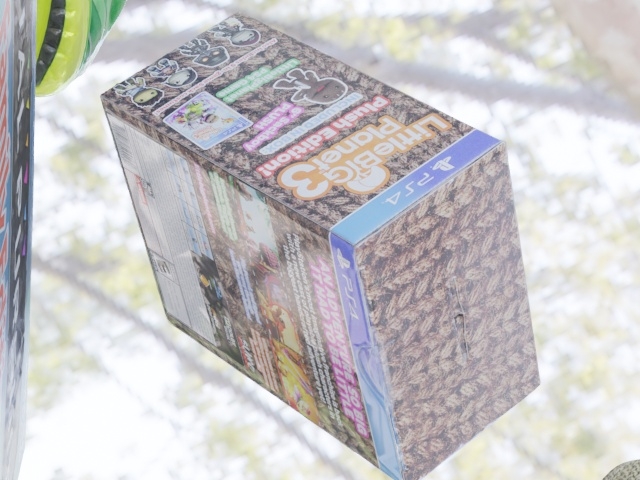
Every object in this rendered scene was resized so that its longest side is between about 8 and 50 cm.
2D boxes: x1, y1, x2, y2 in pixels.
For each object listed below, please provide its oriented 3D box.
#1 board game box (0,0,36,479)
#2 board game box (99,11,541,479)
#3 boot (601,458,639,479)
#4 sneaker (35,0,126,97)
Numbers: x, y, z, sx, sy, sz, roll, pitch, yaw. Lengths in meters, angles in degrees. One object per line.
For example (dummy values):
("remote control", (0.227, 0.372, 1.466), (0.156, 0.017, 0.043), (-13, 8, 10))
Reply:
("board game box", (-0.116, 0.036, 0.397), (0.336, 0.079, 0.253), (-90, -174, -60))
("board game box", (0.000, 0.000, 1.401), (0.291, 0.141, 0.232), (31, -34, 40))
("boot", (0.118, 0.225, 0.636), (0.095, 0.203, 0.262), (-5, -52, 23))
("sneaker", (-0.186, -0.255, 1.466), (0.109, 0.295, 0.123), (20, 6, 6))
